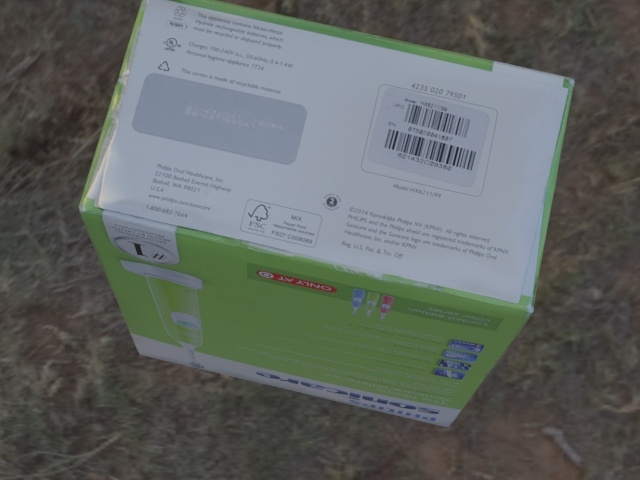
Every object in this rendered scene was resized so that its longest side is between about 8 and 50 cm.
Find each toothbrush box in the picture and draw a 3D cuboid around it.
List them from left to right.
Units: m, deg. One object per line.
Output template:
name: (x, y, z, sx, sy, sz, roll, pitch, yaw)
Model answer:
toothbrush box: (0.000, 0.000, 0.708, 0.206, 0.283, 0.122, 13, 71, 3)
